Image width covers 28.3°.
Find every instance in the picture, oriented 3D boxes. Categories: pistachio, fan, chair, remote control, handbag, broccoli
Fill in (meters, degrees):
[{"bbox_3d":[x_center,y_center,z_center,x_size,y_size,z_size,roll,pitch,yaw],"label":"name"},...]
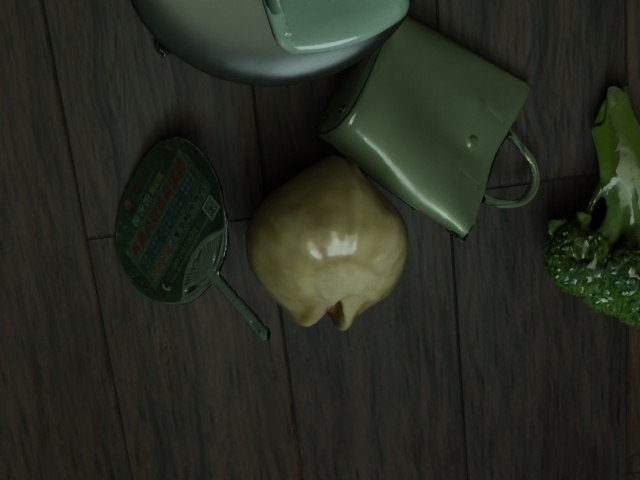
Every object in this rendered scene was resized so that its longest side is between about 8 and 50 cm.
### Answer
[{"bbox_3d":[0.000,0.000,1.596,0.193,0.318,0.214,7,92,-15],"label":"pistachio"},{"bbox_3d":[-0.162,-0.015,1.622,0.012,0.294,0.223,-6,107,-50],"label":"fan"},{"bbox_3d":[-0.059,-0.368,1.377,0.361,0.410,0.365,-15,113,0],"label":"chair"},{"bbox_3d":[-0.013,-0.317,1.150,0.140,0.056,0.296,-18,114,1],"label":"remote control"},{"bbox_3d":[0.168,-0.141,1.628,0.315,0.109,0.241,30,74,-16],"label":"handbag"},{"bbox_3d":[0.414,-0.010,1.718,0.254,0.186,0.302,-44,81,-8],"label":"broccoli"}]
